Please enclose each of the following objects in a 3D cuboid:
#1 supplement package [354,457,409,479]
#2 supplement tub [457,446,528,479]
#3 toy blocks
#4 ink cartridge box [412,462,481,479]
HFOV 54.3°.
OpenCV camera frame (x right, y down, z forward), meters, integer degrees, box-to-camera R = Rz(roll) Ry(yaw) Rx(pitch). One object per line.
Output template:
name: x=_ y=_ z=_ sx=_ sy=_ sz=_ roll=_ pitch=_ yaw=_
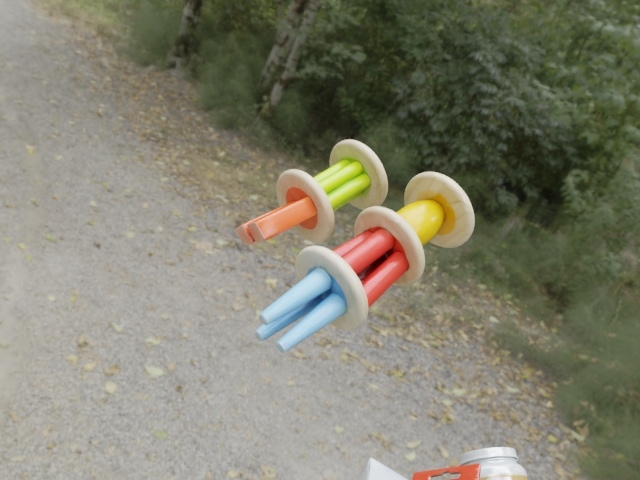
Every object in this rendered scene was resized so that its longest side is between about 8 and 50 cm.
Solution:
supplement package: x=0.124 y=0.524 z=1.022 sx=0.204 sy=0.145 sz=0.262 roll=31 pitch=13 yaw=2
supplement tub: x=0.360 y=0.537 z=1.271 sx=0.144 sy=0.144 sz=0.199 roll=9 pitch=55 yaw=-22
toy blocks: x=0.000 y=0.000 z=0.376 sx=0.123 sy=0.054 sz=0.148 roll=28 pitch=47 yaw=37
ink cartridge box: x=0.077 y=0.199 z=0.445 sx=0.029 sy=0.063 sz=0.115 roll=58 pitch=32 yaw=-18
